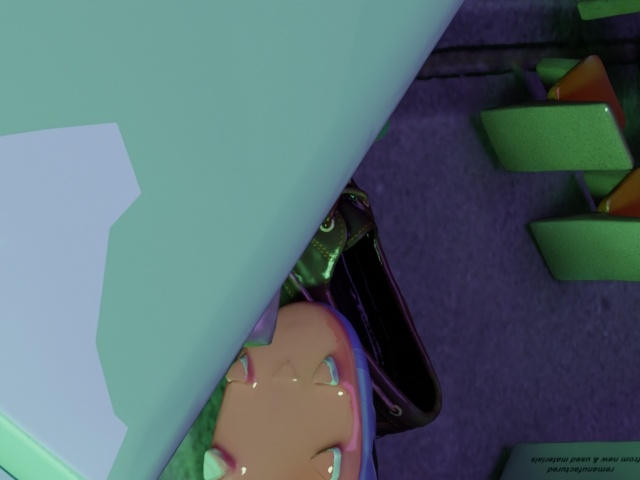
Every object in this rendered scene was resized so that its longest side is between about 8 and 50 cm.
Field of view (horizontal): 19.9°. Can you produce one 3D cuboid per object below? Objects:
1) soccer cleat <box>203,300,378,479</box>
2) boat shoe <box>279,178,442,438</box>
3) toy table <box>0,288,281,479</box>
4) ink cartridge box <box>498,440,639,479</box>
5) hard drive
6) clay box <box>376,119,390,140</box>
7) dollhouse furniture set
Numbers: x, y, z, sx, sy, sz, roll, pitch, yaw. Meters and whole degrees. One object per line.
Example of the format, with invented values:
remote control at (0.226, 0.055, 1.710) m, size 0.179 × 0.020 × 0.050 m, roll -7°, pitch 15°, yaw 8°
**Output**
soccer cleat at (0.001, 0.152, 0.856) m, size 0.095 × 0.083 × 0.248 m, roll 0°, pitch 87°, yaw -60°
boat shoe at (0.000, 0.000, 0.880) m, size 0.073 × 0.073 × 0.207 m, roll -38°, pitch 108°, yaw -40°
toy table at (-0.153, 0.003, 0.614) m, size 0.274 × 0.161 × 0.252 m, roll -1°, pitch 86°, yaw -25°
ink cartridge box at (0.145, 0.270, 0.950) m, size 0.197 × 0.114 × 0.273 m, roll 48°, pitch 55°, yaw -29°
hard drive at (-0.059, -0.103, 0.560) m, size 0.210 × 0.040 × 0.318 m, roll 42°, pitch 61°, yaw -18°
clay box at (-0.085, -0.049, 0.772) m, size 0.222 × 0.053 × 0.127 m, roll -32°, pitch 100°, yaw -28°
dollhouse furniture set at (0.259, -0.054, 1.073) m, size 0.262 × 0.135 × 0.259 m, roll -42°, pitch 117°, yaw -31°
